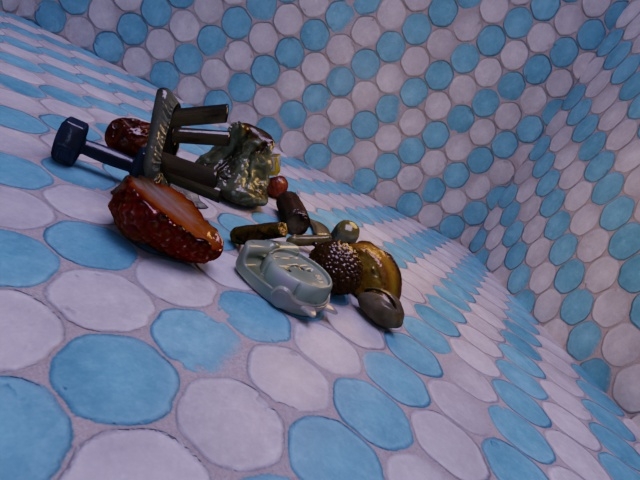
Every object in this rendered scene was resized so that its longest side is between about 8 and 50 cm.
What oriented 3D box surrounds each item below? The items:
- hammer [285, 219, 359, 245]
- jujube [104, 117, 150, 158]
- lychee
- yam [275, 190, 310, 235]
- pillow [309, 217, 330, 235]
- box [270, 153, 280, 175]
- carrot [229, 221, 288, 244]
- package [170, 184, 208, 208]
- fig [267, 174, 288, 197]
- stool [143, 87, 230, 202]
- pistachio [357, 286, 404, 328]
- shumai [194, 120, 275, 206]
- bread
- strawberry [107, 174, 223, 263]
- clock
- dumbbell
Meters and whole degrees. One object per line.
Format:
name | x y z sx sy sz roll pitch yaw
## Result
hammer | 0.000 0.000 1.906 0.305 0.202 0.113 -2 56 -23
jujube | -0.721 -0.386 1.807 0.183 0.184 0.243 36 10 23
lychee | 0.049 0.086 1.625 0.200 0.200 0.238 4 42 -55
yam | -0.123 -0.129 2.095 0.131 0.131 0.280 21 18 -24
pillow | 0.007 -0.050 2.232 0.130 0.033 0.217 25 16 -25
box | -0.344 -0.401 2.406 0.264 0.097 0.168 3 18 2
carrot | -0.209 -0.025 1.543 0.228 0.069 0.069 -7 -5 32
package | -0.516 -0.163 1.686 0.166 0.040 0.232 2 26 -37
fig | -0.219 -0.272 2.388 0.150 0.128 0.128 51 2 -33
stool | -0.425 -0.293 1.501 0.225 0.311 0.310 7 -10 -7
pistachio | 0.209 0.231 1.596 0.184 0.125 0.124 33 16 36
shumai | -0.350 -0.353 2.038 0.324 0.324 0.397 14 21 -46
bread | 0.173 0.106 1.783 0.340 0.179 0.194 36 18 25
strawberry | -0.436 -0.037 1.295 0.336 0.149 0.265 39 9 -2
clock | -0.083 0.121 1.437 0.324 0.109 0.265 39 18 28
dumbbell | -0.712 -0.284 1.542 0.316 0.157 0.143 21 -12 -26
